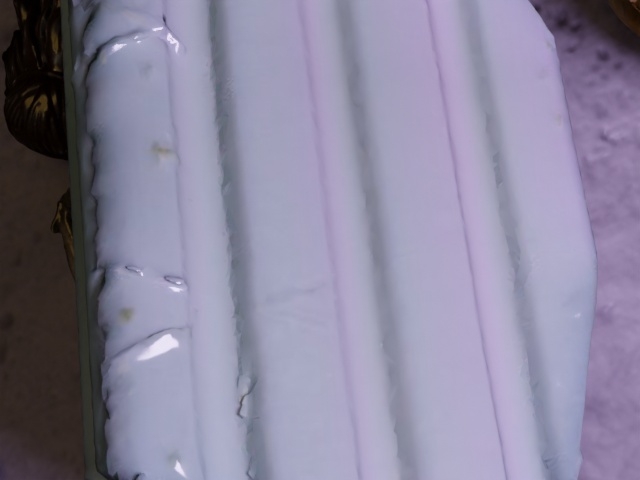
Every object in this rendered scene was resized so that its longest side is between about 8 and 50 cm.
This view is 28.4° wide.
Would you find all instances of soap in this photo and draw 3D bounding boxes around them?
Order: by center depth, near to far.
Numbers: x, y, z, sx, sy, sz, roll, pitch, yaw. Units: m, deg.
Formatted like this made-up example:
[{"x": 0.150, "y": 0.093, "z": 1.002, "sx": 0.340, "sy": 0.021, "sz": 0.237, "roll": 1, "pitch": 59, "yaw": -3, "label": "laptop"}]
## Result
[{"x": 0.000, "y": 0.000, "z": 0.675, "sx": 0.261, "sy": 0.156, "sz": 0.446, "roll": -2, "pitch": 66, "yaw": -16, "label": "soap"}]

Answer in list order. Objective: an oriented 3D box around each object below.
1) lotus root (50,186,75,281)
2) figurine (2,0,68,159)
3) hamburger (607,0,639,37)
[{"x": -0.108, "y": 0.004, "z": 0.867, "sx": 0.144, "sy": 0.070, "sz": 0.143, "roll": 44, "pitch": 101, "yaw": 13, "label": "lotus root"}, {"x": -0.133, "y": -0.206, "z": 0.880, "sx": 0.187, "sy": 0.168, "sz": 0.315, "roll": 18, "pitch": 98, "yaw": -22, "label": "figurine"}, {"x": 0.293, "y": -0.244, "z": 0.736, "sx": 0.284, "sy": 0.174, "sz": 0.304, "roll": -2, "pitch": 81, "yaw": 12, "label": "hamburger"}]
